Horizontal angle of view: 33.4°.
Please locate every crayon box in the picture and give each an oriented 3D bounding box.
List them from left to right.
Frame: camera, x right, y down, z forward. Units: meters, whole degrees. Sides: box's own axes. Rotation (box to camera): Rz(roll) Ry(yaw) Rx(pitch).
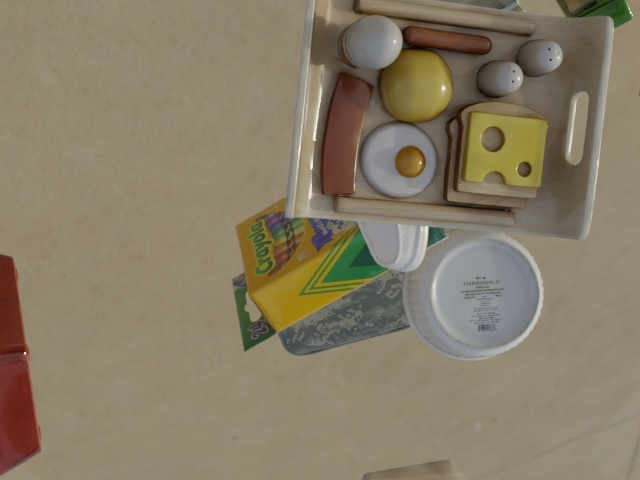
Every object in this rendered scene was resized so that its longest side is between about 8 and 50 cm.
[{"bbox_3d":[0.000,0.000,1.509,0.323,0.203,0.083,-30,120,7],"label":"crayon box"}]

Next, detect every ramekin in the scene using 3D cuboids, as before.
[{"bbox_3d":[0.229,0.076,1.569,0.207,0.207,0.109,-17,180,-6],"label":"ramekin"}]

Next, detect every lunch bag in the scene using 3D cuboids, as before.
[{"bbox_3d":[0.039,0.059,2.126,0.305,0.256,0.212,-16,124,3],"label":"lunch bag"}]

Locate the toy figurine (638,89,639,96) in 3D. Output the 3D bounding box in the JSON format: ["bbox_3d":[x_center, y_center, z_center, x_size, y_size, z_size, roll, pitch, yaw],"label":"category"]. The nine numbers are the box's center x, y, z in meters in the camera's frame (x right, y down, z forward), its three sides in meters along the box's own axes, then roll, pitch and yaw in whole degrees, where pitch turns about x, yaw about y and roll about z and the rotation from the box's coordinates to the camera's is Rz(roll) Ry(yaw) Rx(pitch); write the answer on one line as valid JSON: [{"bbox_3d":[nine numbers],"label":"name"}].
[{"bbox_3d":[0.469,-0.291,1.348,0.217,0.191,0.362,-2,130,-36],"label":"toy figurine"}]

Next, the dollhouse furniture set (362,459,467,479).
[{"bbox_3d":[0.188,0.438,1.265,0.286,0.303,0.198,-1,124,-35],"label":"dollhouse furniture set"}]

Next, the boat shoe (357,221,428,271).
[{"bbox_3d":[0.038,-0.094,1.161,0.096,0.277,0.098,-12,175,-38],"label":"boat shoe"}]

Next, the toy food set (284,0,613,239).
[{"bbox_3d":[0.122,-0.118,0.996,0.306,0.219,0.092,4,-177,-15],"label":"toy food set"}]

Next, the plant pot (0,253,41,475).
[{"bbox_3d":[-0.465,0.153,1.267,0.236,0.267,0.267,-9,131,-17],"label":"plant pot"}]

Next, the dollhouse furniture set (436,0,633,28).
[{"bbox_3d":[0.296,-0.380,1.645,0.301,0.151,0.197,-26,122,17],"label":"dollhouse furniture set"}]
